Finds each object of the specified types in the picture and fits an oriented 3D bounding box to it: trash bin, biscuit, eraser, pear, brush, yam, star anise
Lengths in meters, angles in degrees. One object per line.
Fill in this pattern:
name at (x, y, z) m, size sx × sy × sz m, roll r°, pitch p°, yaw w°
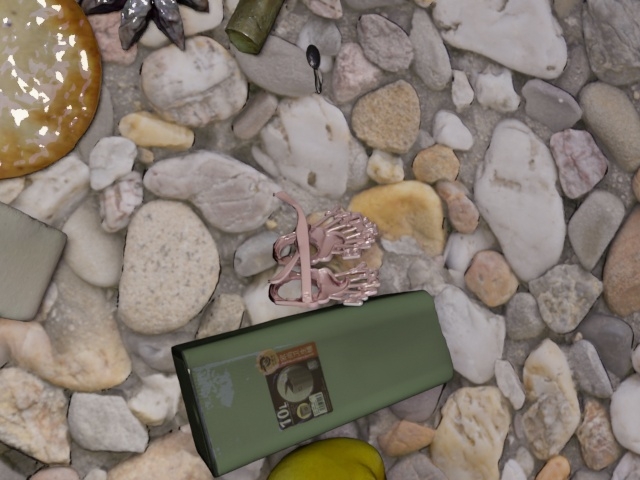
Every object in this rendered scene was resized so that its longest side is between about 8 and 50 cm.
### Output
trash bin at (-0.019, 0.173, 0.966) m, size 0.343 × 0.223 × 0.158 m, roll -17°, pitch 88°, yaw -17°
biscuit at (-0.413, -0.238, 0.977) m, size 0.204 × 0.040 × 0.309 m, roll -1°, pitch 97°, yaw -30°
eraser at (-0.529, -0.021, 0.867) m, size 0.331 × 0.331 × 0.150 m, roll 23°, pitch 80°, yaw -11°
pear at (0.010, 0.372, 0.966) m, size 0.200 × 0.200 × 0.200 m, roll 2°, pitch 83°, yaw -14°
brush at (-0.008, -0.278, 1.128) m, size 0.024 × 0.008 × 0.083 m, roll -7°, pitch 85°, yaw -18°
yam at (-0.090, -0.377, 1.091) m, size 0.068 × 0.068 × 0.169 m, roll 27°, pitch 79°, yaw -10°
star anise at (-0.273, -0.386, 1.039) m, size 0.262 × 0.081 × 0.230 m, roll -27°, pitch 101°, yaw -18°

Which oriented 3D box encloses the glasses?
glasses at (0.007, 0.005, 0.999) m, size 0.162 × 0.255 × 0.095 m, roll -2°, pitch 126°, yaw 1°
